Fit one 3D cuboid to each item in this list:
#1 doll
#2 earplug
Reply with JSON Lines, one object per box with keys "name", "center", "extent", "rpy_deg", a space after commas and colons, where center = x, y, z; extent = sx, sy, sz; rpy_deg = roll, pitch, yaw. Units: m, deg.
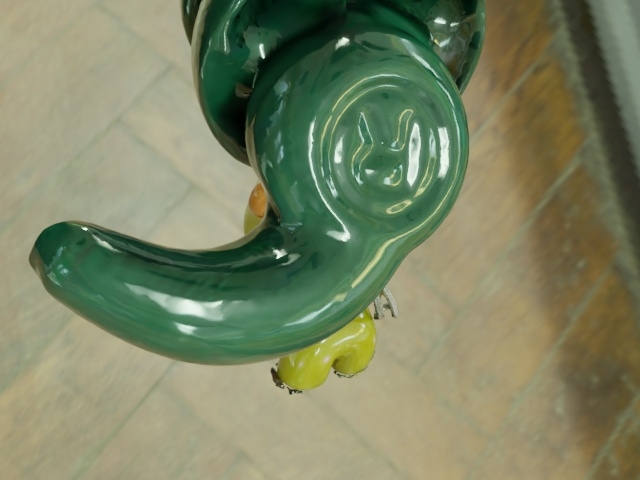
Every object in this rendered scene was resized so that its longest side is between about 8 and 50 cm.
{"name": "doll", "center": [0.000, 0.000, 1.370], "extent": [0.143, 0.221, 0.135], "rpy_deg": [-15, 54, -27]}
{"name": "earplug", "center": [-0.025, -0.075, 1.022], "extent": [0.164, 0.257, 0.280], "rpy_deg": [46, 17, -44]}
